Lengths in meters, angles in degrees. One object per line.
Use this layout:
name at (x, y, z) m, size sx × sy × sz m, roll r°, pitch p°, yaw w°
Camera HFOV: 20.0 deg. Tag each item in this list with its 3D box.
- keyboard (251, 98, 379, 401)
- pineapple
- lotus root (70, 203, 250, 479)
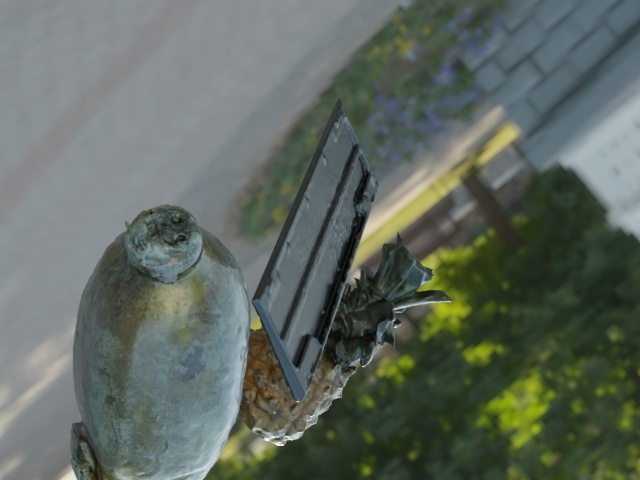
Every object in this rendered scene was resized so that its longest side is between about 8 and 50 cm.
keyboard at (0.000, 0.000, 0.931) m, size 0.010 × 0.063 × 0.198 m, roll -13°, pitch -152°, yaw 21°
pineapple at (0.012, 0.099, 1.890) m, size 0.248 × 0.128 × 0.128 m, roll -39°, pitch 176°, yaw 5°
lotus root at (-0.144, 0.101, 1.678) m, size 0.175 × 0.175 × 0.349 m, roll -35°, pitch 148°, yaw -44°
